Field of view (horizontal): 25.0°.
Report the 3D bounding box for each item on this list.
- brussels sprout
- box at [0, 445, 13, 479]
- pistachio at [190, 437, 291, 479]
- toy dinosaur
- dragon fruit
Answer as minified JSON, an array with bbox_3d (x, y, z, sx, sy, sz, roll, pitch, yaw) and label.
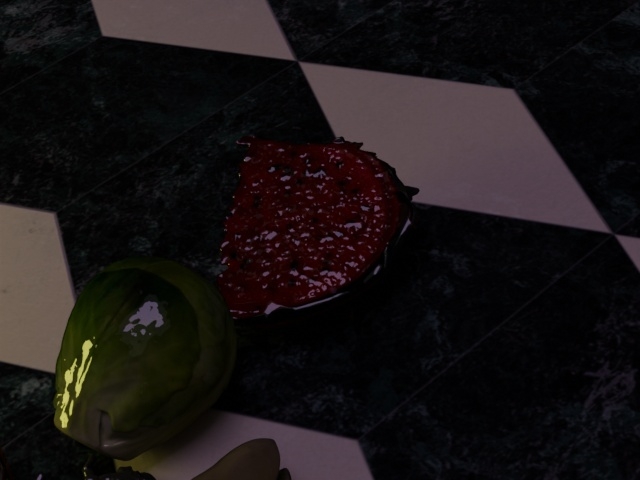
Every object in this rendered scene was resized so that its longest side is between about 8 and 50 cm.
[{"bbox_3d":[-0.224,0.150,1.814,0.219,0.210,0.271,14,64,30],"label":"brussels sprout"},{"bbox_3d":[-0.444,0.329,1.661,0.148,0.177,0.195,-6,42,1],"label":"box"},{"bbox_3d":[-0.110,0.318,1.665,0.136,0.136,0.226,18,42,26],"label":"pistachio"},{"bbox_3d":[-0.253,0.331,1.696,0.179,0.087,0.187,28,55,35],"label":"toy dinosaur"},{"bbox_3d":[0.000,0.000,2.004,0.282,0.100,0.343,1,50,14],"label":"dragon fruit"}]
